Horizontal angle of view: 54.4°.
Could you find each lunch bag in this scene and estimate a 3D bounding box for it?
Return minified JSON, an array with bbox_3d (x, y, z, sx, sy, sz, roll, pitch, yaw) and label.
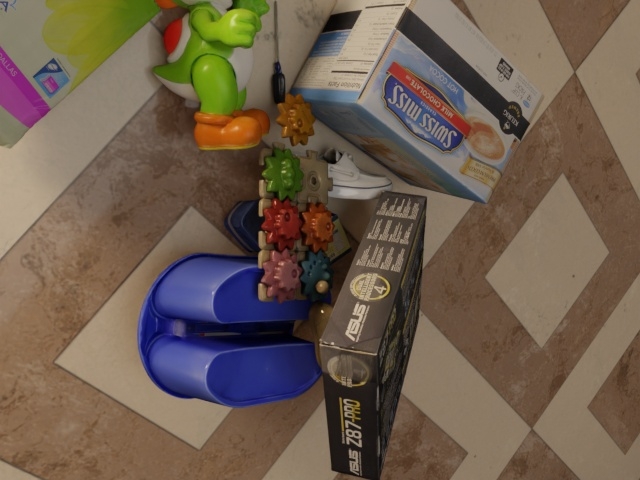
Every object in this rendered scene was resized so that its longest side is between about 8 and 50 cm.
[{"bbox_3d":[-0.115,-0.023,1.086,0.067,0.065,0.098,-54,124,-27],"label":"lunch bag"}]

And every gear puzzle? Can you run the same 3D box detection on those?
[{"bbox_3d":[-0.025,-0.070,1.003,0.176,0.044,0.338,4,85,-49],"label":"gear puzzle"}]

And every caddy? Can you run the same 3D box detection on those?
[{"bbox_3d":[-0.138,0.146,1.045,0.341,0.179,0.241,7,89,-49],"label":"caddy"}]

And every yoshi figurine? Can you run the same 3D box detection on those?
[{"bbox_3d":[-0.125,-0.329,0.931,0.203,0.204,0.362,-24,113,-42],"label":"yoshi figurine"}]

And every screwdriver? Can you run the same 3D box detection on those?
[{"bbox_3d":[-0.076,-0.317,1.057,0.025,0.024,0.169,-6,102,0],"label":"screwdriver"}]

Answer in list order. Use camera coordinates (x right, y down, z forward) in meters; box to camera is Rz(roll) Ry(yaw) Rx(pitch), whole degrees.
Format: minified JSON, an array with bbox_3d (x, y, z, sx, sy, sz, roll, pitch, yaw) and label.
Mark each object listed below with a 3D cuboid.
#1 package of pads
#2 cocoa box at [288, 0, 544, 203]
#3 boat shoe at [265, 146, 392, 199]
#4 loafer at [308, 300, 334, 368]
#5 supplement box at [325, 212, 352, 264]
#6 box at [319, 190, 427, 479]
[{"bbox_3d":[-0.364,-0.297,0.766,0.296,0.101,0.229,-52,153,-19],"label":"package of pads"},{"bbox_3d":[0.168,-0.251,1.094,0.347,0.231,0.227,30,87,-34],"label":"cocoa box"},{"bbox_3d":[0.027,-0.125,1.126,0.258,0.095,0.084,0,107,-33],"label":"boat shoe"},{"bbox_3d":[0.020,0.171,1.055,0.056,0.050,0.148,-41,122,-40],"label":"loafer"},{"bbox_3d":[0.000,0.000,1.166,0.083,0.056,0.083,-34,119,-19],"label":"supplement box"},{"bbox_3d":[0.104,0.152,1.074,0.395,0.097,0.318,-64,159,-47],"label":"box"}]
